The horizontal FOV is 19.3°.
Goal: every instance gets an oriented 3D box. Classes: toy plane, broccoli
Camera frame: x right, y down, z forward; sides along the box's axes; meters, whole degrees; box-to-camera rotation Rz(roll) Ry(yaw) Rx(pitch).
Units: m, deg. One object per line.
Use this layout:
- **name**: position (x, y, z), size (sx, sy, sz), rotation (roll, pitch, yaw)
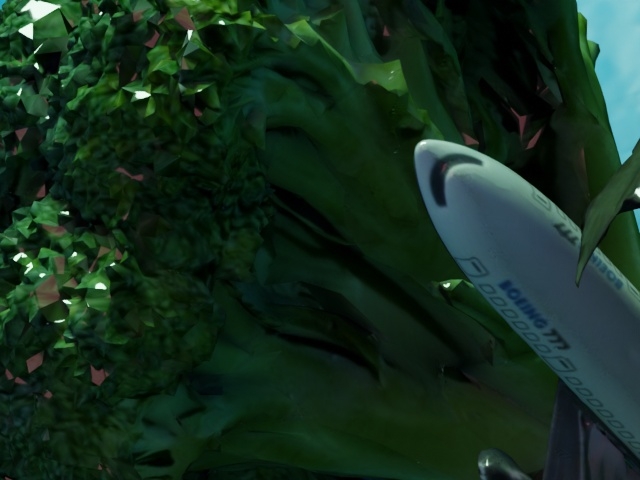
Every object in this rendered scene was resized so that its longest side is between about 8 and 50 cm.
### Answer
- **toy plane**: position (0.095, 0.053, 0.459), size (0.226, 0.226, 0.058), rotation (-48, 14, -5)
- **broccoli**: position (0.000, 0.000, 0.559), size (0.242, 0.261, 0.269), rotation (38, 53, 19)

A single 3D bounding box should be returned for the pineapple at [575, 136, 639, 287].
- **pineapple**: position (0.136, 0.014, 0.382), size (0.166, 0.165, 0.364), rotation (-7, 72, 29)
